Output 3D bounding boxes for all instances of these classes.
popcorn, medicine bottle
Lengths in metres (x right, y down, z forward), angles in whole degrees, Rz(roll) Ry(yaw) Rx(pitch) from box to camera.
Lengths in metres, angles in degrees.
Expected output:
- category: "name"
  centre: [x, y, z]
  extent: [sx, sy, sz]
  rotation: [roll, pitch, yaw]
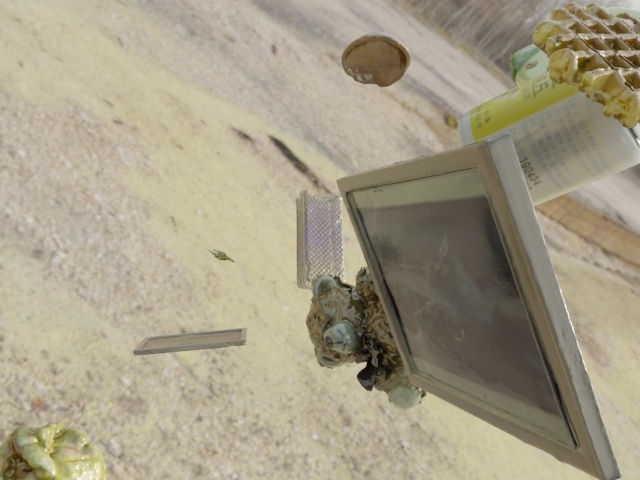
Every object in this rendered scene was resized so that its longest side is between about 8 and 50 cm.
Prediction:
- category: "popcorn"
  centre: [-0.514, 0.442, 1.320]
  extent: [0.259, 0.259, 0.212]
  rotation: [7, 53, -57]
- category: "medicine bottle"
  centre: [0.303, -0.137, 0.838]
  extent: [0.143, 0.258, 0.143]
  rotation: [36, 43, -42]

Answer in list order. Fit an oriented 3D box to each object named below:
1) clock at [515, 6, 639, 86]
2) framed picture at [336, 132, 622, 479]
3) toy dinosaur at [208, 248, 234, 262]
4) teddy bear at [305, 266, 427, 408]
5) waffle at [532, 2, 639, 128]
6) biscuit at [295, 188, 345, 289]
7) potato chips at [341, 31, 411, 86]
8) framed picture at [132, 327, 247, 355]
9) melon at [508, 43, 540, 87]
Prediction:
- category: "clock"
  centre: [0.508, -0.296, 1.277]
  extent: [0.096, 0.235, 0.308]
  rotation: [53, 4, -29]
- category: "framed picture"
  centre: [0.145, 0.061, 0.829]
  extent: [0.446, 0.028, 0.325]
  rotation: [180, -111, -75]
- category: "toy dinosaur"
  centre: [-0.277, 0.039, 1.962]
  extent: [0.113, 0.026, 0.041]
  rotation: [19, -8, 34]
- category: "teddy bear"
  centre: [0.085, 0.157, 1.326]
  extent: [0.256, 0.267, 0.156]
  rotation: [1, 8, 26]
- category: "waffle"
  centre: [0.278, -0.155, 0.649]
  extent: [0.191, 0.038, 0.191]
  rotation: [10, 45, -11]
- category: "biscuit"
  centre: [0.000, 0.000, 1.660]
  extent: [0.108, 0.062, 0.238]
  rotation: [7, 72, -25]
- category: "potato chips"
  centre: [0.152, -0.489, 1.917]
  extent: [0.208, 0.195, 0.061]
  rotation: [28, 56, -48]
- category: "framed picture"
  centre: [-0.343, 0.273, 1.949]
  extent: [0.290, 0.020, 0.211]
  rotation: [-4, 3, -5]
- category: "melon"
  centre: [0.524, -0.381, 1.556]
  extent: [0.265, 0.169, 0.129]
  rotation: [9, 61, -51]
